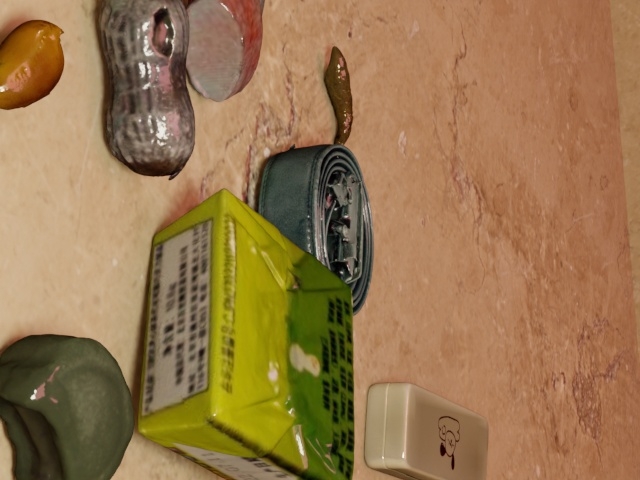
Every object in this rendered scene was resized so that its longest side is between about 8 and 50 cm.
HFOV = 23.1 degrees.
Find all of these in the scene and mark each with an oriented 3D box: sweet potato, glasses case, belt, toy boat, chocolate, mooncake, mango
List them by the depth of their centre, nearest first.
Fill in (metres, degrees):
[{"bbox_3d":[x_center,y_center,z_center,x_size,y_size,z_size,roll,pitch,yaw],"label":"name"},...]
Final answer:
[{"bbox_3d":[-0.272,0.183,1.595,0.168,0.104,0.175,6,83,-65],"label":"mooncake"},{"bbox_3d":[-0.311,-0.178,1.619,0.127,0.063,0.077,-55,138,-42],"label":"mango"},{"bbox_3d":[-0.199,-0.192,1.787,0.110,0.110,0.248,-1,90,-62],"label":"chocolate"},{"bbox_3d":[-0.085,0.139,1.856,0.289,0.137,0.301,39,43,-47],"label":"chocolate"},{"bbox_3d":[-0.101,-0.315,2.008,0.282,0.096,0.206,-74,162,-46],"label":"toy boat"},{"bbox_3d":[0.000,0.000,2.107,0.206,0.116,0.267,24,62,-63],"label":"belt"},{"bbox_3d":[0.028,-0.208,2.275,0.041,0.038,0.153,-17,110,-38],"label":"sweet potato"},{"bbox_3d":[0.169,0.310,2.419,0.313,0.070,0.131,30,60,-56],"label":"glasses case"}]
